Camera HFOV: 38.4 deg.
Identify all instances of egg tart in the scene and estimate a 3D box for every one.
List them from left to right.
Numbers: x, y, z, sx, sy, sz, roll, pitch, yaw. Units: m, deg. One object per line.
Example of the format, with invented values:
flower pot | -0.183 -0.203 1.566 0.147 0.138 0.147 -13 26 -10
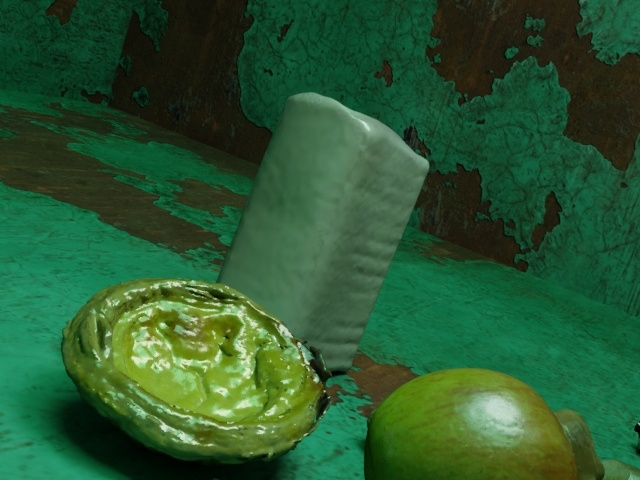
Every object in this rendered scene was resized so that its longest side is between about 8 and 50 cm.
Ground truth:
egg tart | -0.127 0.138 0.935 0.279 0.095 0.279 19 29 -11

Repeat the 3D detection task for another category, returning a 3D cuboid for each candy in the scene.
candy | 0.000 0.000 1.243 0.145 0.358 0.208 26 7 34

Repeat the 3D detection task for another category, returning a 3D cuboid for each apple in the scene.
apple | 0.129 0.212 0.848 0.196 0.195 0.196 18 11 -3

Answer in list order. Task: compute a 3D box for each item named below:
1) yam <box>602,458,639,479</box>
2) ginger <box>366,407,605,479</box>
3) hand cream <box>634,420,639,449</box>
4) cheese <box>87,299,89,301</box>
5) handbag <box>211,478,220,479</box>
yam | 0.381 0.306 1.099 0.147 0.069 0.070 22 11 13
ginger | 0.214 0.248 1.029 0.334 0.147 0.081 12 -19 4
hand cream | 0.542 0.324 1.340 0.186 0.054 0.087 34 22 34
cheese | -0.181 0.135 1.046 0.157 0.064 0.250 3 31 -49
handbag | -0.023 0.267 0.623 0.271 0.088 0.175 19 18 5
